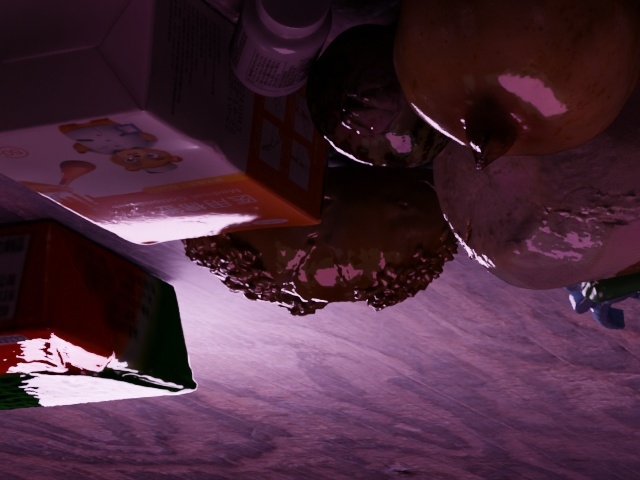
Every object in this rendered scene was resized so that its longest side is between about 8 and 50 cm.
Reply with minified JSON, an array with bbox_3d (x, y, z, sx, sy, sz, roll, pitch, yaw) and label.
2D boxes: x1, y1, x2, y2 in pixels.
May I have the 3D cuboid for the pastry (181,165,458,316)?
[{"bbox_3d":[0.000,0.000,2.124,0.311,0.162,0.255,1,176,2],"label":"pastry"}]

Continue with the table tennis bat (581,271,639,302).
[{"bbox_3d":[0.407,0.029,2.265,0.257,0.039,0.160,-12,146,-27],"label":"table tennis bat"}]

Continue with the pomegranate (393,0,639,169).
[{"bbox_3d":[0.163,-0.163,1.607,0.207,0.207,0.207,2,162,1],"label":"pomegranate"}]

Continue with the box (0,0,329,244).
[{"bbox_3d":[-0.162,-0.114,1.877,0.225,0.143,0.341,-7,161,26],"label":"box"}]

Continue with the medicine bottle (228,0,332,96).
[{"bbox_3d":[-0.034,-0.186,1.735,0.079,0.079,0.140,5,162,-8],"label":"medicine bottle"}]

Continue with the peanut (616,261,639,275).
[{"bbox_3d":[0.332,-0.022,2.041,0.226,0.095,0.108,-19,140,35],"label":"peanut"}]

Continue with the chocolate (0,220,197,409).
[{"bbox_3d":[-0.389,0.106,2.541,0.360,0.161,0.341,-8,159,26],"label":"chocolate"}]

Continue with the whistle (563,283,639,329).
[{"bbox_3d":[0.360,0.032,2.329,0.269,0.093,0.180,14,134,-35],"label":"whistle"}]

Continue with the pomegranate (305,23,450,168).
[{"bbox_3d":[0.049,-0.116,1.718,0.138,0.163,0.125,23,127,11],"label":"pomegranate"}]

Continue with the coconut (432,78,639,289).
[{"bbox_3d":[0.232,-0.067,1.837,0.230,0.227,0.227,-10,173,-39],"label":"coconut"}]
